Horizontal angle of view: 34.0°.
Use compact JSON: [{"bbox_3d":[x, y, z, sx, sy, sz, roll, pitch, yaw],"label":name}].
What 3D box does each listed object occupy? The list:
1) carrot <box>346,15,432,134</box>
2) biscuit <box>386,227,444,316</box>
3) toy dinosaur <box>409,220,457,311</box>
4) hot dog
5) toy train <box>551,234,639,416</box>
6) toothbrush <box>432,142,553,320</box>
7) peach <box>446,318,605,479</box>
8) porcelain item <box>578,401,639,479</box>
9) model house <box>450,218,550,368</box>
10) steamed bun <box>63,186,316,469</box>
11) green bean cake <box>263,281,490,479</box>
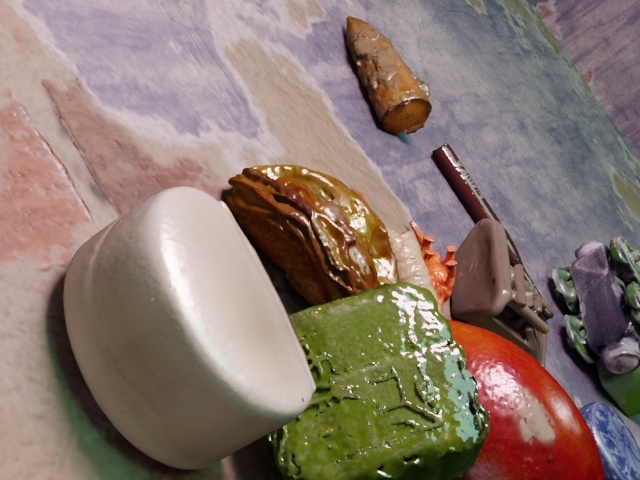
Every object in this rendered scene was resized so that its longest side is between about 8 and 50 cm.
[{"bbox_3d":[0.101,-0.301,1.814,0.102,0.102,0.263,19,37,-48],"label":"carrot"},{"bbox_3d":[0.131,0.074,1.451,0.061,0.055,0.219,14,46,-37],"label":"biscuit"},{"bbox_3d":[0.170,0.062,1.513,0.055,0.101,0.279,1,36,-4],"label":"toy dinosaur"},{"bbox_3d":[0.003,0.000,1.267,0.259,0.114,0.175,52,28,-6],"label":"hot dog"},{"bbox_3d":[0.556,0.147,1.924,0.249,0.173,0.307,45,27,-31],"label":"toy train"},{"bbox_3d":[0.309,-0.016,1.854,0.364,0.041,0.041,57,27,5],"label":"toothbrush"},{"bbox_3d":[0.203,0.224,1.189,0.361,0.201,0.258,65,29,-4],"label":"peach"},{"bbox_3d":[0.400,0.319,1.532,0.147,0.114,0.147,37,32,-28],"label":"porcelain item"},{"bbox_3d":[0.284,0.094,1.599,0.188,0.122,0.229,44,26,-24],"label":"model house"},{"bbox_3d":[-0.127,0.077,0.934,0.164,0.146,0.241,-1,61,-62],"label":"steamed bun"},{"bbox_3d":[0.043,0.163,1.039,0.113,0.214,0.200,92,-20,-63],"label":"green bean cake"}]
